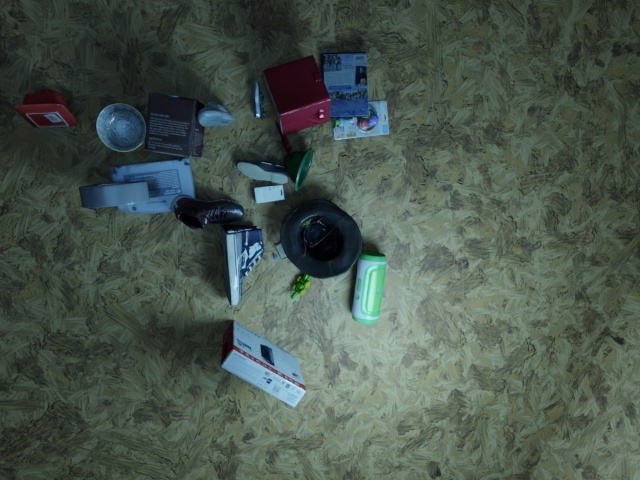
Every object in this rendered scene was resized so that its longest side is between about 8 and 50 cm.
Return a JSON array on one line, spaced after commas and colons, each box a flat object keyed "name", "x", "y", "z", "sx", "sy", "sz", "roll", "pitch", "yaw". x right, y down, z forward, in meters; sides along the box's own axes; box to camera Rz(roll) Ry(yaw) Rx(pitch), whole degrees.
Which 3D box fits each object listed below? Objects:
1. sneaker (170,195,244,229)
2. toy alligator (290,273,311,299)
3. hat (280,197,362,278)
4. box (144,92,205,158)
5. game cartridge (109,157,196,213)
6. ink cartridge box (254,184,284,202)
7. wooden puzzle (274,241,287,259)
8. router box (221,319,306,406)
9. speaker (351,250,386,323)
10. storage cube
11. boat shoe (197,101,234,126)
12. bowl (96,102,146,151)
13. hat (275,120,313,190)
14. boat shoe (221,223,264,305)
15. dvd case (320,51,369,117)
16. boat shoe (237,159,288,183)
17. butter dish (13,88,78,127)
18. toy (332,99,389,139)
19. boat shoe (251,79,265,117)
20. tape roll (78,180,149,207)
[{"name": "sneaker", "x": -0.418, "y": -0.085, "z": 1.682, "sx": 0.282, "sy": 0.162, "sz": 0.106, "roll": 3, "pitch": 119, "yaw": -24}, {"name": "toy alligator", "x": -0.063, "y": 0.170, "z": 1.882, "sx": 0.189, "sy": 0.056, "sz": 0.051, "roll": -59, "pitch": 147, "yaw": 3}, {"name": "hat", "x": 0.000, "y": 0.000, "z": 1.816, "sx": 0.332, "sy": 0.134, "sz": 0.331, "roll": 0, "pitch": 84, "yaw": -2}, {"name": "box", "x": -0.522, "y": -0.410, "z": 1.611, "sx": 0.169, "sy": 0.167, "sz": 0.203, "roll": 9, "pitch": 98, "yaw": -3}, {"name": "game cartridge", "x": -0.636, "y": -0.204, "z": 1.699, "sx": 0.295, "sy": 0.060, "sz": 0.195, "roll": -8, "pitch": 98, "yaw": -9}, {"name": "ink cartridge box", "x": -0.208, "y": -0.189, "z": 1.794, "sx": 0.115, "sy": 0.029, "sz": 0.062, "roll": -8, "pitch": 102, "yaw": -10}, {"name": "wooden puzzle", "x": -0.144, "y": 0.036, "z": 1.858, "sx": 0.116, "sy": 0.014, "sz": 0.078, "roll": -19, "pitch": 99, "yaw": -7}, {"name": "router box", "x": -0.234, "y": 0.485, "z": 1.778, "sx": 0.336, "sy": 0.301, "sz": 0.082, "roll": 34, "pitch": 93, "yaw": -15}, {"name": "speaker", "x": 0.207, "y": 0.200, "z": 1.898, "sx": 0.131, "sy": 0.131, "sz": 0.296, "roll": 4, "pitch": 100, "yaw": -11}, {"name": "storage cube", "x": -0.084, "y": -0.531, "z": 1.641, "sx": 0.193, "sy": 0.183, "sz": 0.214, "roll": -19, "pitch": 81, "yaw": -4}, {"name": "boat shoe", "x": -0.395, "y": -0.465, "z": 1.617, "sx": 0.083, "sy": 0.226, "sz": 0.075, "roll": -26, "pitch": 94, "yaw": 12}, {"name": "bowl", "x": -0.722, "y": -0.413, "z": 1.628, "sx": 0.170, "sy": 0.080, "sz": 0.170, "roll": -2, "pitch": 102, "yaw": -11}, {"name": "hat", "x": -0.140, "y": -0.317, "z": 1.747, "sx": 0.184, "sy": 0.208, "sz": 0.173, "roll": 20, "pitch": 141, "yaw": 5}, {"name": "boat shoe", "x": -0.304, "y": 0.096, "z": 1.787, "sx": 0.158, "sy": 0.127, "sz": 0.340, "roll": -7, "pitch": 111, "yaw": -24}, {"name": "dvd case", "x": 0.096, "y": -0.612, "z": 1.746, "sx": 0.181, "sy": 0.022, "sz": 0.252, "roll": -3, "pitch": 92, "yaw": -3}, {"name": "boat shoe", "x": -0.226, "y": -0.285, "z": 1.768, "sx": 0.206, "sy": 0.075, "sz": 0.064, "roll": 15, "pitch": 55, "yaw": -8}, {"name": "butter dish", "x": -0.957, "y": -0.475, "z": 1.553, "sx": 0.160, "sy": 0.160, "sz": 0.118, "roll": -5, "pitch": 78, "yaw": -9}, {"name": "toy", "x": 0.168, "y": -0.490, "z": 1.794, "sx": 0.238, "sy": 0.056, "sz": 0.136, "roll": -8, "pitch": 103, "yaw": -9}, {"name": "boat shoe", "x": -0.239, "y": -0.546, "z": 1.715, "sx": 0.040, "sy": 0.049, "sz": 0.142, "roll": -8, "pitch": 104, "yaw": -28}, {"name": "tape roll", "x": -0.719, "y": -0.164, "z": 1.552, "sx": 0.219, "sy": 0.219, "sz": 0.072, "roll": -6, "pitch": 101, "yaw": -10}]
